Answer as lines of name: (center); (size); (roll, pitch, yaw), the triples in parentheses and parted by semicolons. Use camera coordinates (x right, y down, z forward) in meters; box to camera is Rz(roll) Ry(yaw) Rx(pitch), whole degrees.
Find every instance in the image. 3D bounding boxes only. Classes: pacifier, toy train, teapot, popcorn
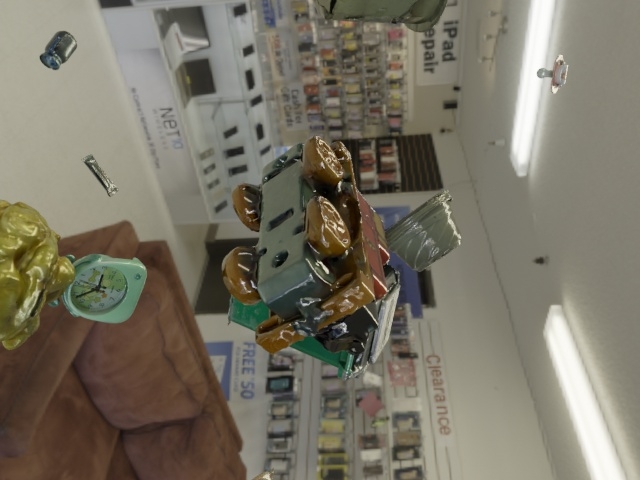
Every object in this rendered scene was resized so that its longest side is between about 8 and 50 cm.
pacifier: (0.617, -0.444, 1.466); (0.082, 0.078, 0.099); (-25, 122, -48)
toy train: (0.000, 0.000, 0.777); (0.232, 0.163, 0.369); (43, 26, -32)
teapot: (-0.550, -0.406, 1.166); (0.049, 0.064, 0.083); (44, 52, -40)
popcorn: (-0.568, 0.060, 0.982); (0.252, 0.215, 0.286); (-87, -157, -58)

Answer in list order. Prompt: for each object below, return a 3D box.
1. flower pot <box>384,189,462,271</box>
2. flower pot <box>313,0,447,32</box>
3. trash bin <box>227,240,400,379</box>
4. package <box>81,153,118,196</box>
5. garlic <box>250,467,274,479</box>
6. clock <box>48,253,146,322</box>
flower pot: (0.266, -0.012, 1.396); (0.140, 0.236, 0.235); (55, 1, 10)
flower pot: (0.096, -0.465, 0.967); (0.212, 0.203, 0.212); (165, -90, -72)
trash bin: (-0.022, 0.159, 1.352); (0.295, 0.381, 0.259); (-32, 134, -67)
package: (-0.535, -0.159, 1.338); (0.110, 0.015, 0.037); (59, 33, -23)
garlic: (-0.083, 0.435, 0.657); (0.279, 0.132, 0.325); (107, -25, -52)
clock: (-0.478, 0.094, 1.176); (0.060, 0.189, 0.148); (35, -78, 47)
